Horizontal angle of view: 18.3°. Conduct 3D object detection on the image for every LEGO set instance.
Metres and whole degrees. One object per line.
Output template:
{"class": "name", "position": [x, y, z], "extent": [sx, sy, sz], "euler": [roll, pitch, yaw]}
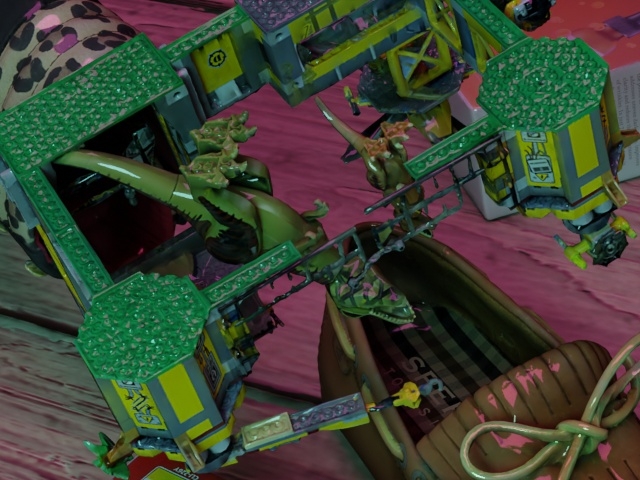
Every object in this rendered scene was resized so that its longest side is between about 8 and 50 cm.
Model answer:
{"class": "LEGO set", "position": [0.000, 0.000, 1.014], "extent": [0.331, 0.192, 0.255], "euler": [-37, 50, -15]}

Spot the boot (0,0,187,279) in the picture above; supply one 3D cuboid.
{"class": "boot", "position": [-0.201, -0.070, 1.214], "extent": [0.138, 0.377, 0.284], "euler": [-30, 57, -28]}

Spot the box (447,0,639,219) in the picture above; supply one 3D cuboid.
{"class": "box", "position": [0.164, -0.104, 1.352], "extent": [0.170, 0.091, 0.130], "euler": [-17, 35, -9]}

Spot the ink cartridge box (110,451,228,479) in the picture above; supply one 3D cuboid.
{"class": "ink cartridge box", "position": [-0.037, 0.260, 0.848], "extent": [0.309, 0.130, 0.272], "euler": [18, 45, 35]}

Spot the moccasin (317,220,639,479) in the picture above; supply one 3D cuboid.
{"class": "moccasin", "position": [0.111, 0.106, 1.014], "extent": [0.139, 0.147, 0.380], "euler": [-19, 35, -12]}
